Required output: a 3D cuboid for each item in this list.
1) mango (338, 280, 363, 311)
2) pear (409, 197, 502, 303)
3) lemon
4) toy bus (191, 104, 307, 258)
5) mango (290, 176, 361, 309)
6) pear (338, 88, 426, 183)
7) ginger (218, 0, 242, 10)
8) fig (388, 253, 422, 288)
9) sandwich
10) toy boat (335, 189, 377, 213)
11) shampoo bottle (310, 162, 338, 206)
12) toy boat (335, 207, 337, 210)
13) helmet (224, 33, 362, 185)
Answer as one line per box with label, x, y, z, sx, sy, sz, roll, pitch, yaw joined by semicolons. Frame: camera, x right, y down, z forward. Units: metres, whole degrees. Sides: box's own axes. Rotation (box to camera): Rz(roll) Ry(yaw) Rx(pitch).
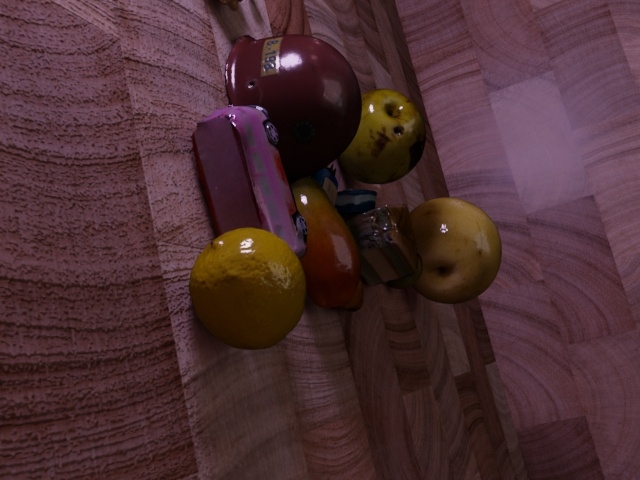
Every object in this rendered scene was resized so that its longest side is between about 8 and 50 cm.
mango;0.056;0.112;1.560;0.159;0.084;0.105;79;1;-69
pear;0.416;0.027;2.187;0.348;0.348;0.348;51;29;-44
lemon;-0.107;0.077;1.038;0.203;0.178;0.178;59;24;-28
toy bus;-0.126;-0.091;1.192;0.147;0.127;0.303;-14;87;-66
mango;-0.004;0.003;1.431;0.146;0.129;0.289;-23;84;-32
pear;0.173;-0.294;1.910;0.283;0.283;0.283;51;29;-44
ginger;-0.198;-0.567;1.466;0.115;0.081;0.205;40;31;4
fig;0.244;0.066;2.020;0.136;0.121;0.153;31;46;-54
sandwich;0.152;-0.030;1.811;0.198;0.155;0.227;49;31;-47
toy boat;0.101;-0.103;1.839;0.299;0.096;0.062;-8;91;-72
shampoo bottle;0.003;-0.105;1.594;0.087;0.050;0.183;41;46;-37
toy boat;0.001;-0.067;1.649;0.122;0.034;0.096;27;42;-50
helmet;-0.027;-0.322;1.501;0.337;0.230;0.385;52;30;-41
